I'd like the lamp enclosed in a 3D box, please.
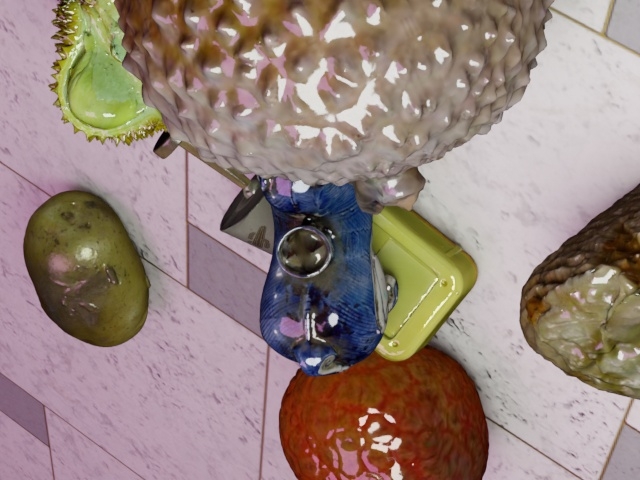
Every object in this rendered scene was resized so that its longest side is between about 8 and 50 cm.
[{"bbox_3d":[-0.095,-0.068,1.784,0.214,0.121,0.121,37,150,-15],"label":"lamp"}]

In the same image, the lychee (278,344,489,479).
[{"bbox_3d":[0.073,0.221,1.807,0.300,0.255,0.255,-115,12,-46],"label":"lychee"}]

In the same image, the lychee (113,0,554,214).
[{"bbox_3d":[-0.001,-0.224,1.287,0.380,0.380,0.432,-5,109,51],"label":"lychee"}]

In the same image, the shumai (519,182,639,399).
[{"bbox_3d":[0.349,0.090,1.373,0.283,0.217,0.346,52,144,-8],"label":"shumai"}]

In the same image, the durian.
[{"bbox_3d":[-0.203,-0.232,1.668,0.200,0.176,0.237,6,116,9],"label":"durian"}]

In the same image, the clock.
[{"bbox_3d":[0.061,0.026,1.696,0.202,0.096,0.143,40,109,9],"label":"clock"}]

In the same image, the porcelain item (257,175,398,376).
[{"bbox_3d":[0.000,0.000,1.567,0.138,0.186,0.288,2,96,13],"label":"porcelain item"}]

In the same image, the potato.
[{"bbox_3d":[-0.339,0.048,2.177,0.197,0.149,0.228,22,140,10],"label":"potato"}]

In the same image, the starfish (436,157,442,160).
[{"bbox_3d":[0.042,-0.163,1.593,0.238,0.057,0.213,-21,102,55],"label":"starfish"}]
